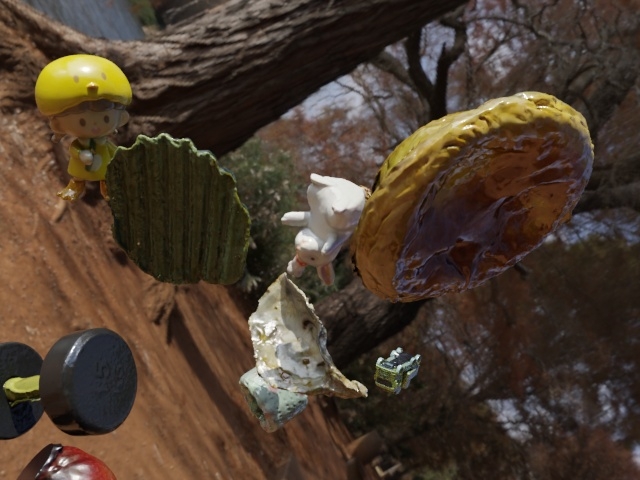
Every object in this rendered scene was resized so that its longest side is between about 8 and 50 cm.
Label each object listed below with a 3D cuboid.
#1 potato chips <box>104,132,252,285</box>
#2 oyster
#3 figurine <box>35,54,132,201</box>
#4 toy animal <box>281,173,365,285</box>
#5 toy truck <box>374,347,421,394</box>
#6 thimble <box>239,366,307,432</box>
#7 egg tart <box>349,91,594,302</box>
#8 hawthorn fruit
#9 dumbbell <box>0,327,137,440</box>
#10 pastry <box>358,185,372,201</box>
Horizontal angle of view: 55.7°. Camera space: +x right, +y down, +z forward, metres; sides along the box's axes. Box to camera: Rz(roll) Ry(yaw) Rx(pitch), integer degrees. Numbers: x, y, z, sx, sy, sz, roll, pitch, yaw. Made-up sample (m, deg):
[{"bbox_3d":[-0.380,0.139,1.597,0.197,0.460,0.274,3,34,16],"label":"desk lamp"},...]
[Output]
[{"bbox_3d":[-0.347,-0.057,1.496,0.070,0.358,0.429,-82,178,-60],"label":"potato chips"},{"bbox_3d":[-0.062,0.271,1.495,0.396,0.204,0.111,55,6,32],"label":"oyster"},{"bbox_3d":[-0.564,-0.268,1.458,0.187,0.215,0.344,27,-61,43],"label":"figurine"},{"bbox_3d":[-0.005,-0.006,1.348,0.138,0.282,0.140,0,37,-51],"label":"toy animal"},{"bbox_3d":[0.246,0.424,1.934,0.085,0.191,0.116,14,-76,32],"label":"toy truck"},{"bbox_3d":[-0.139,0.457,1.795,0.185,0.149,0.211,48,-27,24],"label":"thimble"},{"bbox_3d":[0.232,-0.072,1.003,0.178,0.443,0.443,60,-6,35],"label":"egg tart"},{"bbox_3d":[-0.422,0.469,1.023,0.189,0.189,0.251,-127,-163,-60],"label":"hawthorn fruit"},{"bbox_3d":[-0.556,0.294,1.222,0.204,0.322,0.204,-10,90,-69],"label":"dumbbell"},{"bbox_3d":[0.147,-0.089,1.736,0.063,0.087,0.169,11,-22,39],"label":"pastry"}]
